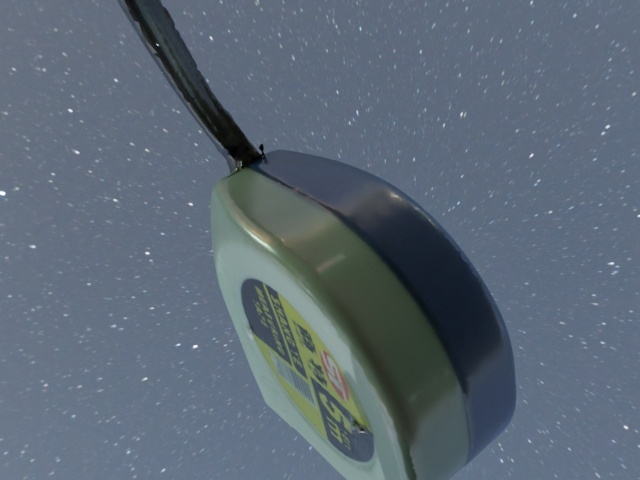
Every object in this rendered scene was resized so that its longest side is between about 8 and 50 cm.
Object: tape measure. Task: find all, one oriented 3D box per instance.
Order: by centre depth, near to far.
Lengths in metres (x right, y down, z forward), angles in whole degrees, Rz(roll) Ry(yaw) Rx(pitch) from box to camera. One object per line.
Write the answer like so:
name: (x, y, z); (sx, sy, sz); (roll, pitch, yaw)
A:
tape measure: (0.000, 0.000, 0.398); (0.098, 0.351, 0.215); (-34, -141, -22)
